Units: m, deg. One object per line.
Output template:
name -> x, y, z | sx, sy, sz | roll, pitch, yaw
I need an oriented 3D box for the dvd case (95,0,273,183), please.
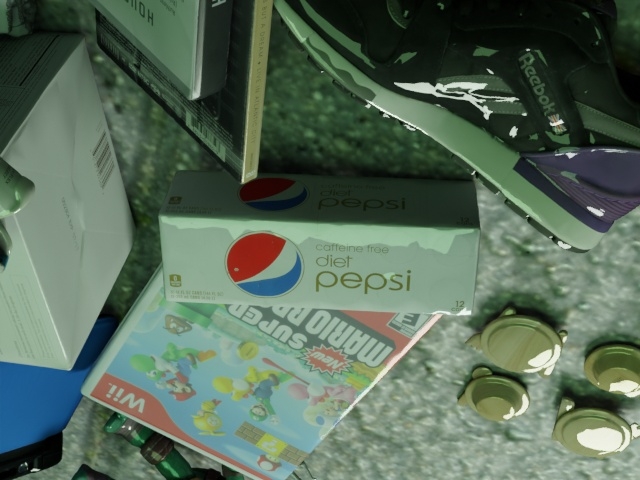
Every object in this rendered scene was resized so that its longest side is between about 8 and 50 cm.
dvd case -> -0.082, -0.161, 0.586 | 0.164, 0.018, 0.221 | 44, 146, 29

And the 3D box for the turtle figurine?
turtle figurine -> -0.118, 0.257, 0.990 | 0.234, 0.175, 0.118 | 31, 152, -3

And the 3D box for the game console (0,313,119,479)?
game console -> -0.362, 0.140, 0.889 | 0.250, 0.293, 0.173 | 12, 102, 35

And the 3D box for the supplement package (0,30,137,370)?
supplement package -> -0.266, -0.034, 0.737 | 0.203, 0.149, 0.194 | 6, 134, 11

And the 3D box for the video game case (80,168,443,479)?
video game case -> -0.054, 0.085, 0.855 | 0.204, 0.025, 0.285 | 29, 127, -13

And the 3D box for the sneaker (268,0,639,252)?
sneaker -> 0.099, -0.118, 0.602 | 0.283, 0.107, 0.124 | 32, 121, -21

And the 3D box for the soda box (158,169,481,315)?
soda box -> 0.000, 0.000, 0.723 | 0.216, 0.069, 0.074 | 2, 122, 3

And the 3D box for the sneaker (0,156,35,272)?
sneaker -> -0.234, 0.007, 0.616 | 0.083, 0.071, 0.190 | 33, 132, -22

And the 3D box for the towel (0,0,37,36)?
towel -> -0.295, -0.228, 0.578 | 0.235, 0.121, 0.284 | 16, 136, 2

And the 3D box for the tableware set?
tableware set -> 0.194, 0.119, 0.845 | 0.168, 0.020, 0.141 | 18, 134, 1

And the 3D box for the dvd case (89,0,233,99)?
dvd case -> -0.101, -0.214, 0.523 | 0.179, 0.029, 0.239 | 45, 146, 27
